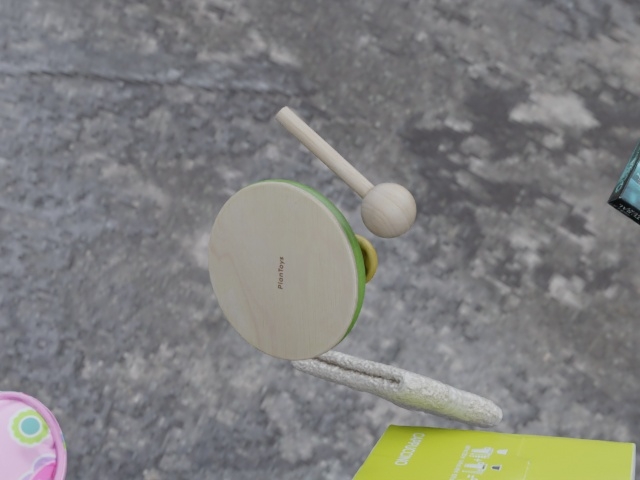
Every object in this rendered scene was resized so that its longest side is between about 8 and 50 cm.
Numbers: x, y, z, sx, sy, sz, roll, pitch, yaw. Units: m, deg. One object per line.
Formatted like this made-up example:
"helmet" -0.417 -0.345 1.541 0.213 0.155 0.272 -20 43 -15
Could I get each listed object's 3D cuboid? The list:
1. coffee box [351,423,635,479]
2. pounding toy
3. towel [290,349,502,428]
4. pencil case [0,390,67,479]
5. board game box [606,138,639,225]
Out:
"coffee box" 0.209 0.439 1.651 0.338 0.334 0.337 3 10 14
"pounding toy" 0.000 0.000 1.338 0.183 0.237 0.110 41 32 19
"towel" 0.099 0.205 1.878 0.187 0.049 0.282 21 -8 -33
"pencil case" -0.283 0.208 1.094 0.124 0.284 0.124 6 69 -16
"board game box" 0.364 -0.037 1.210 0.186 0.026 0.126 34 72 -9
